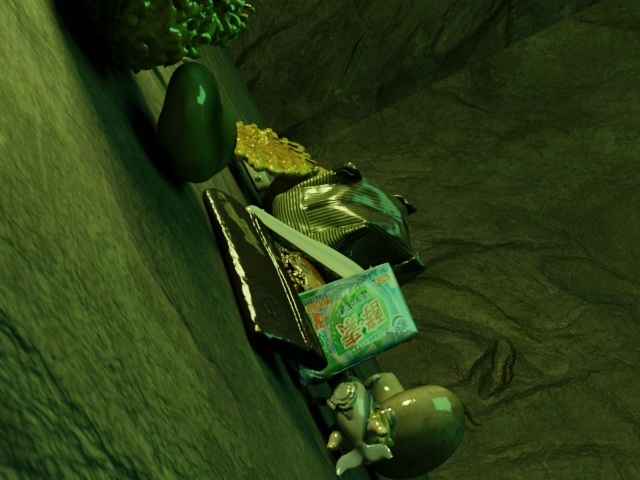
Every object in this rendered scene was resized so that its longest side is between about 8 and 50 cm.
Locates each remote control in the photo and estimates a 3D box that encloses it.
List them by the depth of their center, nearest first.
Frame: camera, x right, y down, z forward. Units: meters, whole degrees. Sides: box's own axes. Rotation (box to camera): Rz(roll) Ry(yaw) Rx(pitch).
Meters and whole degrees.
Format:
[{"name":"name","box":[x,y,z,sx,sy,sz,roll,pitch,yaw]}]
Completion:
[{"name":"remote control","box":[-0.024,0.017,1.661,0.293,0.051,0.103,31,-11,3]}]

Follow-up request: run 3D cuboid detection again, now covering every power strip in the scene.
[{"name":"power strip","box":[-0.171,-0.197,2.295,0.270,0.046,0.118,-86,152,-86]}]

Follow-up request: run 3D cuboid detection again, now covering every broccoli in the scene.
[{"name":"broccoli","box":[-0.202,-0.387,1.095,0.348,0.281,0.293,-109,-176,-76]}]

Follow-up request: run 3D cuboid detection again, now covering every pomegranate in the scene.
[{"name":"pomegranate","box":[-0.033,-0.075,2.066,0.233,0.233,0.233,64,3,-6]}]

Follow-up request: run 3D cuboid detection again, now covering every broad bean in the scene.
[{"name":"broad bean","box":[-0.181,-0.160,1.179,0.228,0.100,0.169,80,10,-65]}]

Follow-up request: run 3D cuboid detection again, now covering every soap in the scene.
[{"name":"soap","box":[0.043,0.143,1.440,0.077,0.293,0.156,-31,-99,55]}]

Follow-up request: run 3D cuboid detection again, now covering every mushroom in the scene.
[{"name":"mushroom","box":[0.179,0.377,1.759,0.243,0.243,0.243,64,3,-6]}]

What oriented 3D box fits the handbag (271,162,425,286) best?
[{"name":"handbag","box":[0.068,-0.007,1.842,0.341,0.240,0.247,30,46,-42]}]

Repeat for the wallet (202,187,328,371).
[{"name":"wallet","box":[-0.088,0.054,1.299,0.170,0.044,0.321,32,25,-45]}]

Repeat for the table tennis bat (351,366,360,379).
[{"name":"table tennis bat","box":[0.087,0.320,1.925,0.138,0.022,0.246,68,0,-79]}]

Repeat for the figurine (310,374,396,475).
[{"name":"figurine","box":[0.065,0.315,1.403,0.208,0.128,0.184,-96,163,-58]}]

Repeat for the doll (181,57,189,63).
[{"name":"doll","box":[-0.309,-0.411,1.476,0.227,0.075,0.102,53,-4,-16]}]

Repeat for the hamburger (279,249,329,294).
[{"name":"hamburger","box":[-0.025,0.128,1.573,0.231,0.107,0.231,63,8,-15]}]

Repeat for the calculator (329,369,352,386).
[{"name":"calculator","box":[0.039,0.291,1.863,0.220,0.048,0.329,-113,178,-66]}]

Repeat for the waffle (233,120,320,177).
[{"name":"waffle","box":[-0.140,-0.216,1.946,0.291,0.051,0.291,20,21,-8]}]
